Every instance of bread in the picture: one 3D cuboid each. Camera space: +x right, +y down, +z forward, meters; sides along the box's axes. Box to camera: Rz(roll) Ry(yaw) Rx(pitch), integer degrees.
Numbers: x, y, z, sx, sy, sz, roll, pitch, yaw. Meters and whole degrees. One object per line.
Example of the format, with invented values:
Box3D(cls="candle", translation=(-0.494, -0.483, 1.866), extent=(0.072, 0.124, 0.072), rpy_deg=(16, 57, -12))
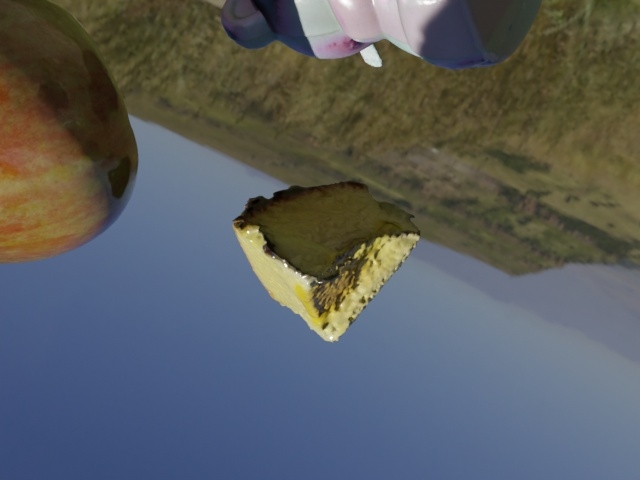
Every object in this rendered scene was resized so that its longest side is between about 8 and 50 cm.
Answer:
Box3D(cls="bread", translation=(0.000, 0.000, 0.984), extent=(0.140, 0.169, 0.160), rpy_deg=(40, 180, 30))

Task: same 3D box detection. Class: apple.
Box3D(cls="apple", translation=(-0.298, -0.094, 0.854), extent=(0.234, 0.256, 0.257), rpy_deg=(-27, -143, -29))

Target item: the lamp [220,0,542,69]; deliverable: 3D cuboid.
Box3D(cls="lamp", translation=(0.071, -0.264, 0.963), extent=(0.301, 0.247, 0.247), rpy_deg=(20, 165, 34))
